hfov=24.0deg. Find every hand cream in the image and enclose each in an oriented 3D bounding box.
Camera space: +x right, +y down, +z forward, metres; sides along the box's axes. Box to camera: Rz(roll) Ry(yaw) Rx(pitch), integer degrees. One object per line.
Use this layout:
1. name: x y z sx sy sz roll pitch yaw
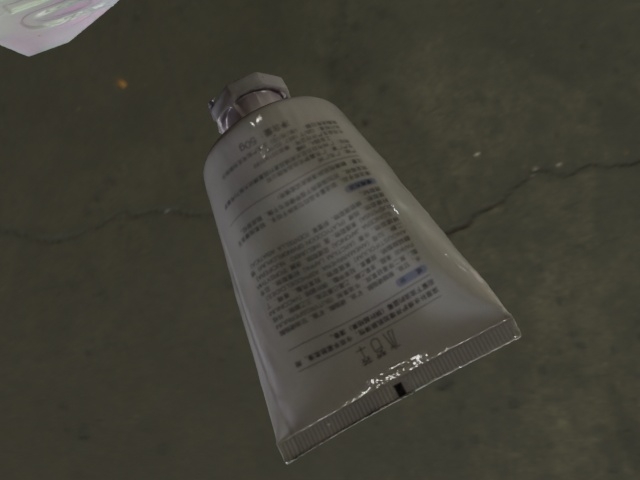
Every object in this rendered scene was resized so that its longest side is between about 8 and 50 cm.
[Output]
1. hand cream: 0.000 0.000 0.508 0.084 0.053 0.142 -29 56 2

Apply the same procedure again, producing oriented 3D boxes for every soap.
1. soap: -0.351 -0.352 1.815 0.208 0.347 0.115 -20 75 -2
